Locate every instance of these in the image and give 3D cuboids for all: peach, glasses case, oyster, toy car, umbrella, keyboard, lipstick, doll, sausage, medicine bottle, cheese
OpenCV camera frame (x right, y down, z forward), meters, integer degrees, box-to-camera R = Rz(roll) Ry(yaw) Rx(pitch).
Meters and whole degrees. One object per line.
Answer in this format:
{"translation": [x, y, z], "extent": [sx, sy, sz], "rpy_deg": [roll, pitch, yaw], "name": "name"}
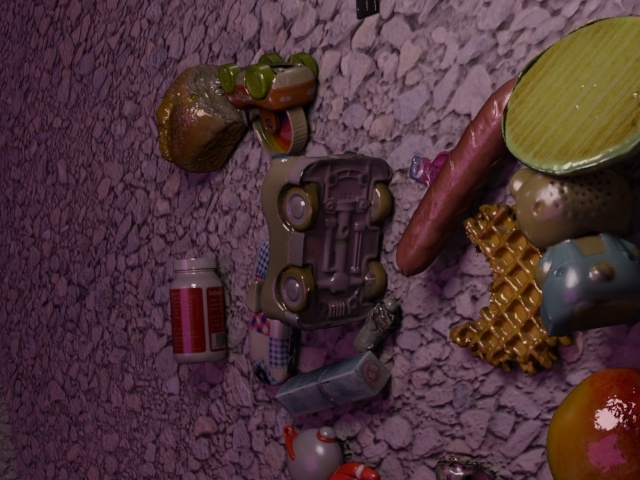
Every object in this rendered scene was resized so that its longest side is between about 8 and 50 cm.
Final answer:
{"translation": [0.443, 0.295, 1.422], "extent": [0.231, 0.231, 0.231], "rpy_deg": [3, 94, 51], "name": "peach"}
{"translation": [-0.102, 0.158, 2.179], "extent": [0.125, 0.076, 0.327], "rpy_deg": [12, 102, 48], "name": "glasses case"}
{"translation": [0.257, 0.429, 1.772], "extent": [0.166, 0.053, 0.108], "rpy_deg": [9, 125, 42], "name": "oyster"}
{"translation": [-0.105, -0.289, 2.136], "extent": [0.235, 0.145, 0.235], "rpy_deg": [31, 131, 43], "name": "toy car"}
{"translation": [0.113, 0.168, 1.938], "extent": [0.067, 0.062, 0.143], "rpy_deg": [-91, 25, -52], "name": "umbrella"}
{"translation": [0.089, -0.549, 1.968], "extent": [0.067, 0.011, 0.202], "rpy_deg": [-6, 87, 52], "name": "keyboard"}
{"translation": [-0.015, -0.009, 1.939], "extent": [0.226, 0.242, 0.336], "rpy_deg": [14, 105, 47], "name": "toy car"}
{"translation": [0.018, 0.299, 2.024], "extent": [0.076, 0.077, 0.290], "rpy_deg": [51, 141, -12], "name": "lipstick"}
{"translation": [0.029, 0.497, 2.021], "extent": [0.336, 0.105, 0.199], "rpy_deg": [40, 119, 33], "name": "doll"}
{"translation": [0.250, -0.112, 1.708], "extent": [0.088, 0.088, 0.433], "rpy_deg": [51, 120, 36], "name": "sausage"}
{"translation": [0.393, -0.001, 1.488], "extent": [0.161, 0.177, 0.260], "rpy_deg": [69, -168, -69], "name": "doll"}
{"translation": [-0.296, 0.169, 2.373], "extent": [0.131, 0.131, 0.250], "rpy_deg": [-7, 86, 51], "name": "medicine bottle"}
{"translation": [0.215, -0.121, 1.810], "extent": [0.145, 0.038, 0.095], "rpy_deg": [23, 108, 48], "name": "cheese"}

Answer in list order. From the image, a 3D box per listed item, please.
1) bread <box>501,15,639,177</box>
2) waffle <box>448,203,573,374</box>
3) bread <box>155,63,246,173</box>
{"translation": [0.404, -0.216, 1.477], "extent": [0.301, 0.045, 0.301], "rpy_deg": [-25, 43, 26], "name": "bread"}
{"translation": [0.325, 0.086, 1.663], "extent": [0.260, 0.069, 0.292], "rpy_deg": [12, 102, 51], "name": "waffle"}
{"translation": [-0.288, -0.292, 2.309], "extent": [0.246, 0.176, 0.195], "rpy_deg": [-50, 57, 39], "name": "bread"}
